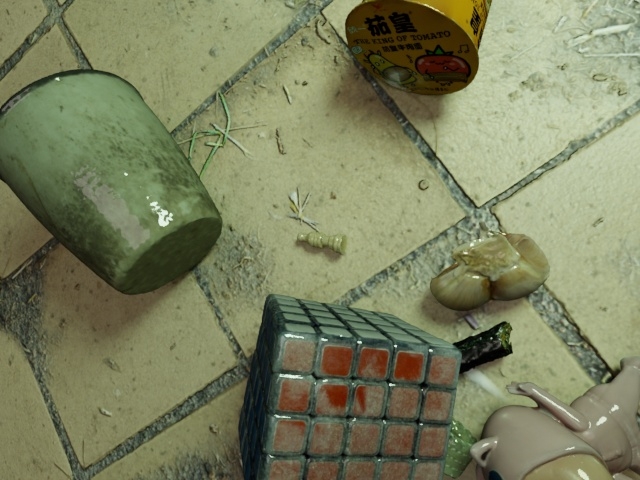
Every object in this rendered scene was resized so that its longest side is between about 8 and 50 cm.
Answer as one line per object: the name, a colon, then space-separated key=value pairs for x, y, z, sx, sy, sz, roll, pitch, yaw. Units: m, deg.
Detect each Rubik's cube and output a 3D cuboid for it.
Rubik's cube: x=0.022 y=0.220 z=0.567 sx=0.239 sy=0.237 sz=0.237 roll=11 pitch=91 yaw=-14

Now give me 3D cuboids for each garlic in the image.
garlic: x=0.254 y=0.045 z=0.622 sx=0.175 sy=0.099 sz=0.124 roll=-27 pitch=98 yaw=19

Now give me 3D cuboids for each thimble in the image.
thimble: x=0.183 y=0.305 z=0.624 sx=0.110 sy=0.084 sz=0.062 roll=32 pitch=96 yaw=21

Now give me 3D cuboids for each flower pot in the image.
flower pot: x=-0.363 y=-0.087 z=0.742 sx=0.293 sy=0.294 sz=0.330 roll=-44 pitch=82 yaw=11

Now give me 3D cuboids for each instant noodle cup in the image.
instant noodle cup: x=0.167 y=-0.359 z=0.623 sx=0.216 sy=0.216 sz=0.172 roll=21 pitch=84 yaw=18

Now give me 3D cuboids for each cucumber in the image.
cucumber: x=0.224 y=0.186 z=0.640 sx=0.182 sy=0.053 sz=0.053 roll=-30 pitch=78 yaw=16

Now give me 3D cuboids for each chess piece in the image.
chess piece: x=0.000 y=0.000 z=0.735 sx=0.092 sy=0.035 sz=0.035 roll=9 pitch=89 yaw=22

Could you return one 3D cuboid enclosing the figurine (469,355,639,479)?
figurine: x=0.351 y=0.281 z=0.531 sx=0.288 sy=0.186 sz=0.176 roll=-20 pitch=108 yaw=0
